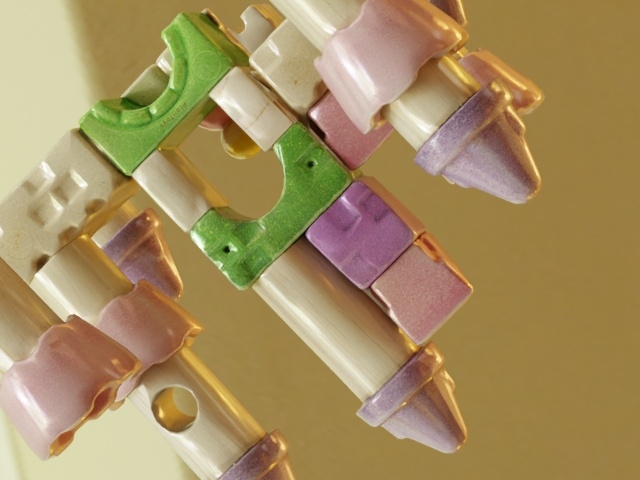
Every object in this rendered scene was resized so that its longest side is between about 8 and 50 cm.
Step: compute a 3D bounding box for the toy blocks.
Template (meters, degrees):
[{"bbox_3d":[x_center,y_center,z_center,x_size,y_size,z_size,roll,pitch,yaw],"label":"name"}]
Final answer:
[{"bbox_3d":[0.000,0.000,1.027,0.260,0.309,0.288,45,-79,3],"label":"toy blocks"}]
